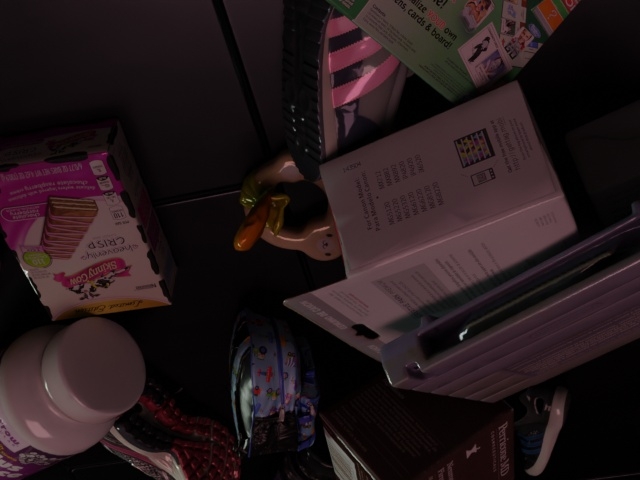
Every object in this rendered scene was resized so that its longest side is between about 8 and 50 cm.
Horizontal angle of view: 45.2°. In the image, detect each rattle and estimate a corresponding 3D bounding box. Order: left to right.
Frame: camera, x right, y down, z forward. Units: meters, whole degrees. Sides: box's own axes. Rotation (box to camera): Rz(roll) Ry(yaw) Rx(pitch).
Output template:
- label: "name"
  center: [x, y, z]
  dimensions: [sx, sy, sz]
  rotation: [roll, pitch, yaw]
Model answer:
- label: "rattle"
  center: [0.000, 0.000, 0.877]
  dimensions: [0.130, 0.143, 0.200]
  rotation: [-40, 117, 7]

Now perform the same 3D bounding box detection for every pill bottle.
- label: "pill bottle"
  center: [-0.369, 0.210, 1.004]
  dimensions: [0.301, 0.169, 0.169]
  rotation: [-29, 126, 33]
- label: "pill bottle"
  center: [-0.017, 0.387, 1.217]
  dimensions: [0.122, 0.123, 0.219]
  rotation: [13, 125, -13]

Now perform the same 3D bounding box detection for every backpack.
- label: "backpack"
  center: [-0.064, 0.177, 1.024]
  dimensions: [0.116, 0.158, 0.173]
  rotation: [-2, 120, -10]

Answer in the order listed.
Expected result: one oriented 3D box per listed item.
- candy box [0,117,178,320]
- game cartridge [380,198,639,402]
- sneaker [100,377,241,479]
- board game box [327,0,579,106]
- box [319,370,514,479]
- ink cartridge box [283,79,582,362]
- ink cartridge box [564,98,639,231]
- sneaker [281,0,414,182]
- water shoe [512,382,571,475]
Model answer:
- label: "candy box"
  center: [-0.277, -0.016, 0.896]
  dimensions: [0.159, 0.071, 0.234]
  rotation: [-9, 131, 6]
- label: "game cartridge"
  center: [0.263, 0.068, 0.784]
  dimensions: [0.355, 0.068, 0.230]
  rotation: [-33, 151, 29]
- label: "sneaker"
  center: [-0.231, 0.305, 1.162]
  dimensions: [0.112, 0.121, 0.299]
  rotation: [-18, 124, 35]
- label: "board game box"
  center: [0.101, -0.254, 0.620]
  dimensions: [0.317, 0.046, 0.213]
  rotation: [27, 109, -42]
- label: "box"
  center: [0.133, 0.282, 1.049]
  dimensions: [0.203, 0.167, 0.169]
  rotation: [-29, 132, -19]
- label: "ink cartridge box"
  center: [0.130, 0.009, 0.817]
  dimensions: [0.271, 0.130, 0.309]
  rotation: [-21, 152, 16]
- label: "ink cartridge box"
  center: [0.443, -0.007, 0.886]
  dimensions: [0.207, 0.119, 0.353]
  rotation: [-24, 127, 19]
- label: "sneaker"
  center: [0.040, -0.211, 0.731]
  dimensions: [0.131, 0.112, 0.319]
  rotation: [-14, 132, -24]
- label: "water shoe"
  center: [0.328, 0.283, 1.188]
  dimensions: [0.080, 0.073, 0.203]
  rotation: [19, 134, 18]
